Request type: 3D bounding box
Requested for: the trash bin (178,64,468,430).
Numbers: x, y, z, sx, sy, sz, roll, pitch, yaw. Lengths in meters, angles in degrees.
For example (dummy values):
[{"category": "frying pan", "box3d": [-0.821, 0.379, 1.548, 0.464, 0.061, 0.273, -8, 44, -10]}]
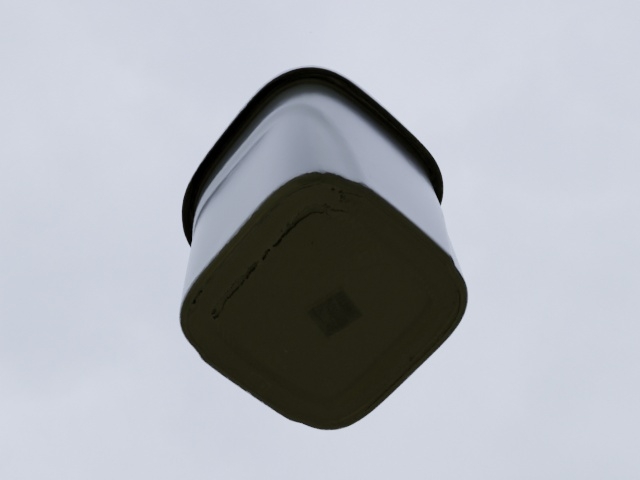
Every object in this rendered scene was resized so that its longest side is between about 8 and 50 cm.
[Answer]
[{"category": "trash bin", "box3d": [0.000, 0.000, 0.580, 0.219, 0.250, 0.219, 37, -74, -16]}]
